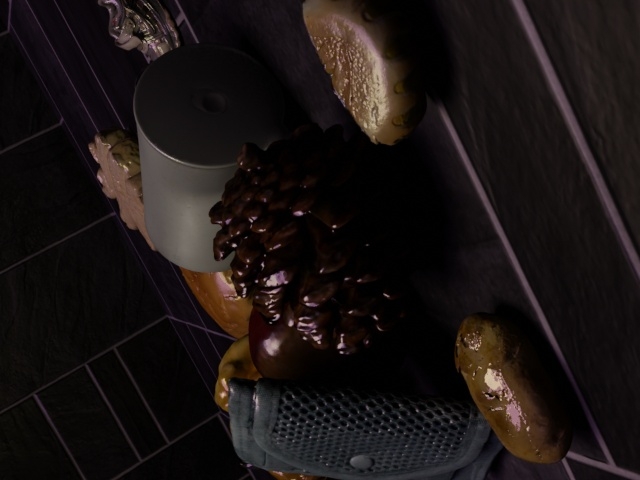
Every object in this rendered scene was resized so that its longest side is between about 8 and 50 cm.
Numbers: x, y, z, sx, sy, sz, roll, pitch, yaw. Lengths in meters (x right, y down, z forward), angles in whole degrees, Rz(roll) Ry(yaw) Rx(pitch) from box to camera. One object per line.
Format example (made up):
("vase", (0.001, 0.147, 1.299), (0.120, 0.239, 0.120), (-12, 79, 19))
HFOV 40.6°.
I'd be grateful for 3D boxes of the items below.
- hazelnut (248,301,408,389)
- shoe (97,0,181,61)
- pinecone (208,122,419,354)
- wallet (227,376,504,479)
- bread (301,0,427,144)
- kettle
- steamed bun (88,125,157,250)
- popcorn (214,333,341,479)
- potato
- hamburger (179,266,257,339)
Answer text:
("hazelnut", (0.013, 0.129, 1.165), (0.229, 0.229, 0.229), (50, 159, 27))
("shoe", (-0.295, -0.349, 1.390), (0.180, 0.092, 0.089), (64, 160, -12))
("pinecone", (0.000, 0.000, 0.948), (0.272, 0.224, 0.224), (55, 165, -24))
("wallet", (0.055, 0.251, 1.080), (0.237, 0.342, 0.075), (96, -179, -56))
("bread", (0.050, -0.174, 0.783), (0.157, 0.083, 0.094), (55, 158, 7))
("kettle", (-0.140, -0.087, 1.225), (0.265, 0.205, 0.318), (56, 159, 20))
("steamed bun", (-0.376, -0.122, 1.885), (0.295, 0.137, 0.292), (-7, 111, 64))
("popcorn", (-0.034, 0.269, 1.369), (0.297, 0.281, 0.316), (30, -162, -21))
("potato", (0.199, 0.152, 0.902), (0.170, 0.080, 0.107), (58, 174, 1))
("hamburger", (-0.158, 0.029, 1.512), (0.318, 0.158, 0.318), (51, 158, 29))
